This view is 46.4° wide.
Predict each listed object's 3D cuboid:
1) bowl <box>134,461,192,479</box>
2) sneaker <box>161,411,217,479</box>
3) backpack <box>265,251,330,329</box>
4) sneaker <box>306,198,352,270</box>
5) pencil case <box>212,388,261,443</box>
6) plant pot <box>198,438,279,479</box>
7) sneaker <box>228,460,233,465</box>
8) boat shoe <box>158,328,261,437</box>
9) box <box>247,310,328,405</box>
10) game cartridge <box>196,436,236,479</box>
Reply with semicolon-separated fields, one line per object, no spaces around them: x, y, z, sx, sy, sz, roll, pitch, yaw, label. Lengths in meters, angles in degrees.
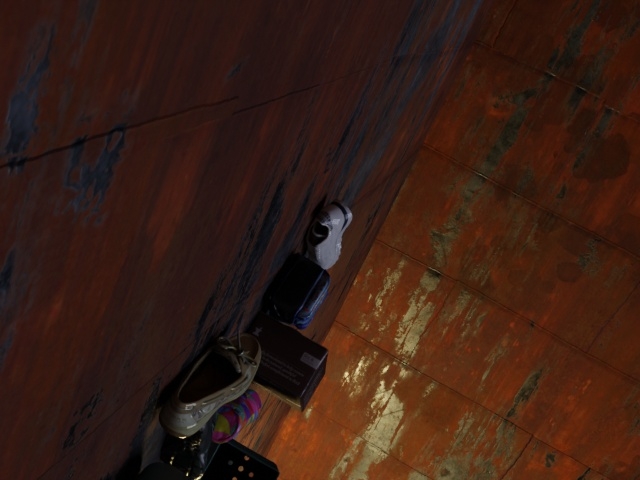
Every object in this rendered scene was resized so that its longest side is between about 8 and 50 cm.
-0.301;0.584;1.356;0.163;0.311;0.311;-24;148;-41;bowl
-0.253;0.397;1.530;0.106;0.101;0.267;-55;170;-47;sneaker
-0.055;0.137;1.793;0.158;0.117;0.173;-57;172;-25;backpack
0.000;0.000;1.838;0.095;0.090;0.235;-38;154;-38;sneaker
-0.216;0.425;1.842;0.104;0.104;0.236;-61;171;1;pencil case
-0.213;0.608;1.915;0.165;0.165;0.234;-60;178;-8;plant pot
-0.325;0.732;2.355;0.152;0.054;0.061;-53;179;-13;sneaker
-0.192;0.256;1.417;0.285;0.105;0.089;-49;167;-52;boat shoe
-0.094;0.319;1.897;0.143;0.191;0.381;-58;170;-18;box
-0.288;0.556;1.994;0.294;0.060;0.196;-55;165;-37;game cartridge
